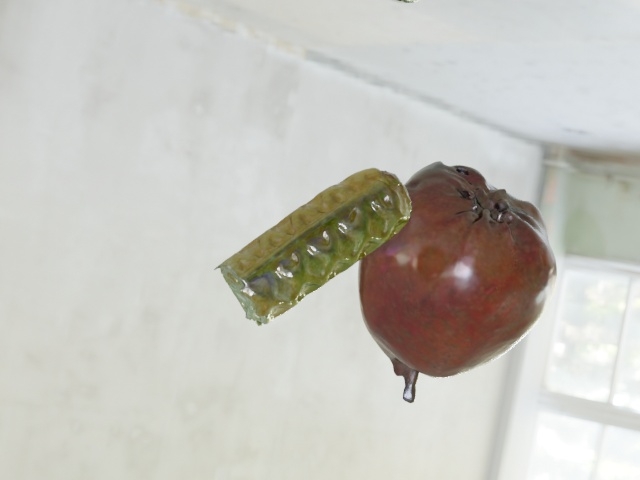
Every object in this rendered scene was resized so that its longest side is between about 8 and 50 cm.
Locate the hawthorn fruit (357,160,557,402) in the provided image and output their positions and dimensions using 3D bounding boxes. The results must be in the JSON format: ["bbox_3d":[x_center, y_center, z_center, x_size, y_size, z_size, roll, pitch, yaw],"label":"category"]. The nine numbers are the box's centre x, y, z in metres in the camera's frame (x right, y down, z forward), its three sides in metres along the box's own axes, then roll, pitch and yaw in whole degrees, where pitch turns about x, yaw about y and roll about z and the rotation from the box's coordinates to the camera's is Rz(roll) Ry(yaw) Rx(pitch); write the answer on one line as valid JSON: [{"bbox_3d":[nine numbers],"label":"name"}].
[{"bbox_3d":[0.199,0.053,1.864,0.308,0.308,0.324,11,144,-2],"label":"hawthorn fruit"}]

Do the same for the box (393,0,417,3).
[{"bbox_3d":[-0.028,-0.355,0.972,0.178,0.328,0.253,-1,177,35],"label":"box"}]

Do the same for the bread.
[{"bbox_3d":[0.001,0.001,1.575,0.098,0.269,0.087,37,155,47],"label":"bread"}]
